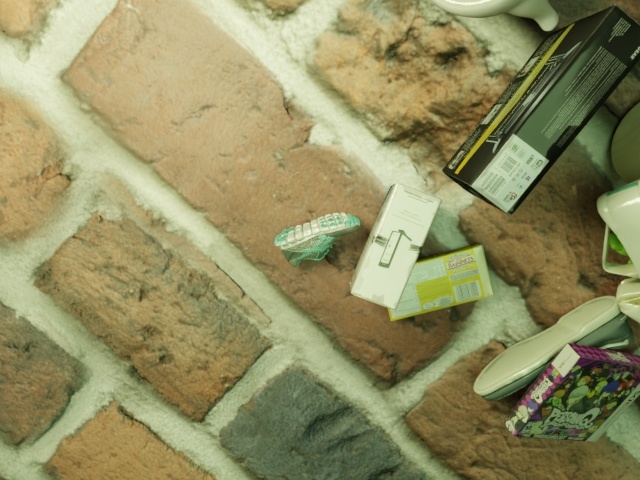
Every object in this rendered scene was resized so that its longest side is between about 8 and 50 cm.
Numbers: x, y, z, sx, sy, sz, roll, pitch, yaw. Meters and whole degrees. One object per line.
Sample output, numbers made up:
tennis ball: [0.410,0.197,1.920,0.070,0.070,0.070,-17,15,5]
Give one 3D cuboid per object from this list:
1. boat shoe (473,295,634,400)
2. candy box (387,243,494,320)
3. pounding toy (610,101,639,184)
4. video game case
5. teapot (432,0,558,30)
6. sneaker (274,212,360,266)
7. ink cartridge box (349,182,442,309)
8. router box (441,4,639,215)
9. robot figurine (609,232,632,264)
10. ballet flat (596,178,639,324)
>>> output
boat shoe: [0.448,0.230,1.023,0.319,0.116,0.099,-34,95,4]
candy box: [0.223,0.082,1.042,0.206,0.027,0.105,-15,97,6]
pounding toy: [0.630,-0.153,0.898,0.110,0.237,0.182,15,100,-31]
video game case: [0.493,0.293,1.008,0.232,0.042,0.210,13,118,-25]
teapot: [0.270,-0.482,0.841,0.253,0.187,0.256,24,123,26]
sneaker: [0.000,0.000,1.025,0.167,0.065,0.076,-17,118,9]
ink cartridge box: [0.129,0.007,0.953,0.086,0.148,0.203,22,95,1]
router box: [0.341,-0.201,0.864,0.081,0.243,0.308,36,102,-5]
robot figurine: [0.595,-0.001,0.988,0.115,0.067,0.101,9,129,-1]
ballet flat: [0.571,0.058,0.928,0.139,0.139,0.400,-27,118,8]
